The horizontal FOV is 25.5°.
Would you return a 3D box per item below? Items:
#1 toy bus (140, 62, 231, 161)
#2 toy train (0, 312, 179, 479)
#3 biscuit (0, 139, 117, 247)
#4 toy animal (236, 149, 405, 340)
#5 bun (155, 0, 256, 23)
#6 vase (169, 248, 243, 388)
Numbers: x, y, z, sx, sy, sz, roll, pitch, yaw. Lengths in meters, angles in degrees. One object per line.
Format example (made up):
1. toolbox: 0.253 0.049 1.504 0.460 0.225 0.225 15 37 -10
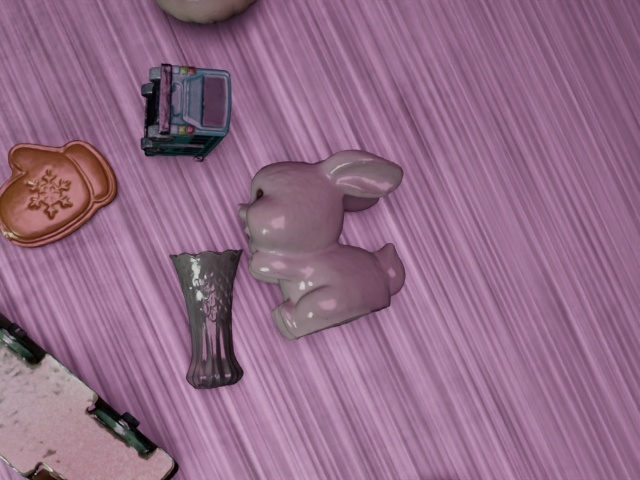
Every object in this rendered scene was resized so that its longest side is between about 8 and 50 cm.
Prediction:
1. toy bus: -0.144 -0.135 1.514 0.092 0.160 0.079 3 84 -13
2. toy train: -0.286 0.192 1.471 0.326 0.159 0.129 39 80 4
3. biscuit: -0.302 -0.059 1.559 0.140 0.023 0.118 -41 89 -6
4. toy animal: 0.007 0.004 1.525 0.179 0.127 0.193 -10 84 -7
5. bun: -0.118 -0.286 1.563 0.138 0.094 0.138 -7 52 9
6. vase: -0.120 0.086 1.535 0.081 0.081 0.148 -4 88 -5
